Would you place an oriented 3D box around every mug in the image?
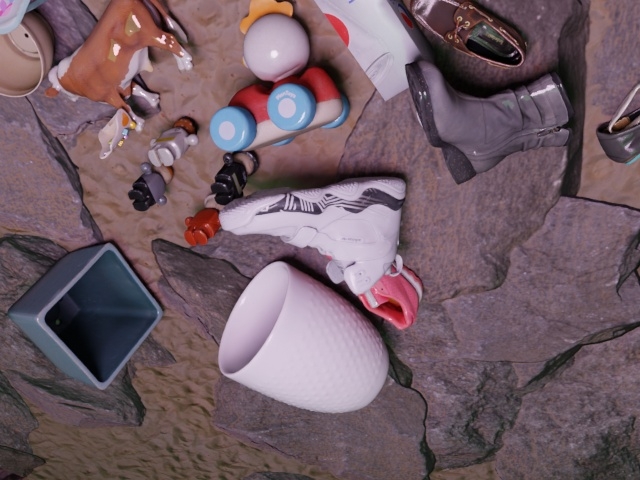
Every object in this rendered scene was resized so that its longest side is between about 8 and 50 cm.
[{"bbox_3d":[-0.043,0.248,1.402,0.328,0.276,0.374,31,158,-23],"label":"mug"}]

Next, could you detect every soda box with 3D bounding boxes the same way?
[{"bbox_3d":[0.068,-0.372,0.959,0.098,0.091,0.286,-26,120,29],"label":"soda box"}]

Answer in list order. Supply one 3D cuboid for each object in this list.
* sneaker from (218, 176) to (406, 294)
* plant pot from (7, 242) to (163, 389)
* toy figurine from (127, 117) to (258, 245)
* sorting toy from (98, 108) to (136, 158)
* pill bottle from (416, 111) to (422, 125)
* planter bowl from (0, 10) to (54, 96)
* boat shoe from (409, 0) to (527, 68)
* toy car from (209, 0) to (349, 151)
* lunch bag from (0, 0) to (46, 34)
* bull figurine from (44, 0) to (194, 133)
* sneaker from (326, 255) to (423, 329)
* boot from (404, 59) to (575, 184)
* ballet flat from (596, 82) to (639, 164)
[{"bbox_3d":[0.000,0.000,1.134,0.365,0.137,0.210,-10,100,-19],"label":"sneaker"},{"bbox_3d":[-0.592,0.176,1.449,0.252,0.247,0.248,-2,130,34],"label":"plant pot"},{"bbox_3d":[-0.253,-0.122,1.201,0.209,0.148,0.213,31,130,-7],"label":"toy figurine"},{"bbox_3d":[-0.380,-0.187,1.105,0.045,0.075,0.083,34,140,-27],"label":"sorting toy"},{"bbox_3d":[0.216,-0.234,1.074,0.083,0.043,0.043,-23,121,26],"label":"pill bottle"},{"bbox_3d":[-0.552,-0.357,1.084,0.162,0.109,0.162,5,129,7],"label":"planter bowl"},{"bbox_3d":[0.239,-0.340,0.965,0.207,0.073,0.073,22,131,-5],"label":"boat shoe"},{"bbox_3d":[-0.086,-0.289,1.026,0.210,0.219,0.238,-15,95,23],"label":"toy car"},{"bbox_3d":[-0.487,-0.444,0.902,0.160,0.262,0.223,36,126,-17],"label":"lunch bag"},{"bbox_3d":[-0.364,-0.313,1.091,0.188,0.101,0.310,34,133,-25],"label":"bull figurine"},{"bbox_3d":[0.108,0.072,1.284,0.314,0.136,0.116,40,124,-20],"label":"sneaker"},{"bbox_3d":[0.280,-0.222,0.970,0.222,0.118,0.338,-21,158,20],"label":"boot"},{"bbox_3d":[0.571,-0.236,0.974,0.096,0.095,0.280,40,126,-6],"label":"ballet flat"}]
